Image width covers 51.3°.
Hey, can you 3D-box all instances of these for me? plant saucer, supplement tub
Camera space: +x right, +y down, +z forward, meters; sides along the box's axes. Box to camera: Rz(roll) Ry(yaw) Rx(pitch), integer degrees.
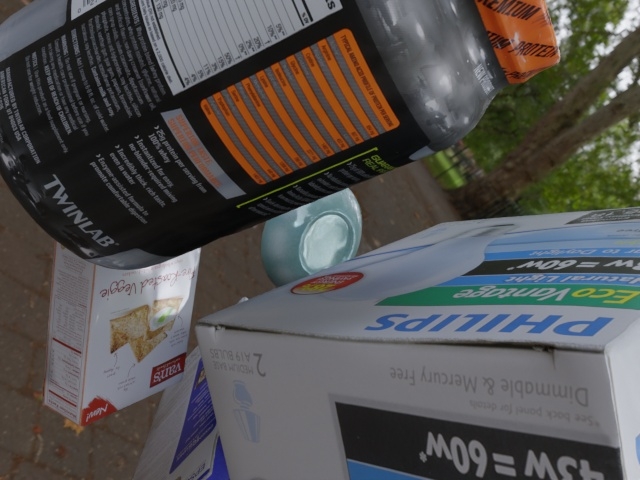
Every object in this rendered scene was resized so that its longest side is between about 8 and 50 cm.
[{"bbox_3d":[0.000,0.000,1.027,0.037,0.195,0.195,24,-16,49],"label":"plant saucer"},{"bbox_3d":[-0.035,-0.124,0.447,0.207,0.338,0.207,52,26,-39],"label":"supplement tub"}]

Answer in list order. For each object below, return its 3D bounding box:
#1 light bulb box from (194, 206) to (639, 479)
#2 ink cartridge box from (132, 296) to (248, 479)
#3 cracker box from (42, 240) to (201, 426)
[{"bbox_3d":[0.155,0.120,0.561,0.361,0.358,0.225,-19,100,-44],"label":"light bulb box"},{"bbox_3d":[-0.138,0.214,0.770,0.069,0.176,0.371,40,14,-12],"label":"ink cartridge box"},{"bbox_3d":[-0.210,0.065,0.727,0.067,0.232,0.156,19,18,27],"label":"cracker box"}]
